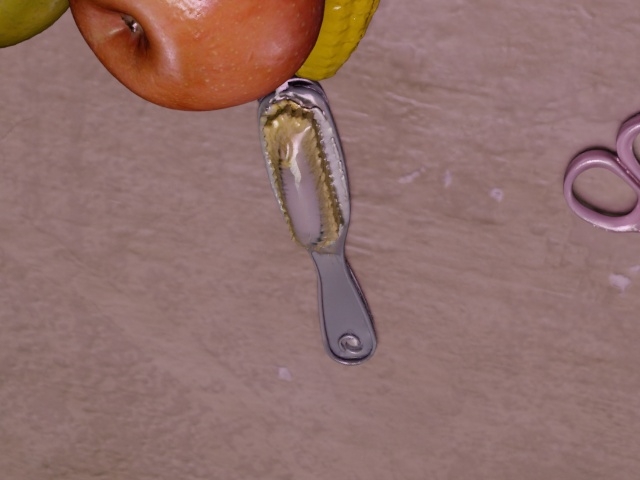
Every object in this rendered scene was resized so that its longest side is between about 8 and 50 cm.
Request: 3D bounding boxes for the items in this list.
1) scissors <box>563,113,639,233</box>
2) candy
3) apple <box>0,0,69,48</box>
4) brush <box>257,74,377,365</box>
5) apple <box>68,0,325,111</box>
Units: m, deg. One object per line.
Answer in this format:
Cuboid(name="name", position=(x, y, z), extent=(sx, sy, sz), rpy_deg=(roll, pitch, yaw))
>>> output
Cuboid(name="scissors", position=(0.314, -0.004, 1.373), extent=(0.242, 0.030, 0.118), rpy_deg=(42, 120, -18))
Cuboid(name="candy", position=(0.005, -0.206, 1.254), extent=(0.106, 0.094, 0.199), rpy_deg=(8, 130, -2))
Cuboid(name="apple", position=(-0.263, -0.241, 1.233), extent=(0.196, 0.157, 0.196), rpy_deg=(5, 126, 7))
Cuboid(name="brush", position=(0.000, 0.000, 1.411), extent=(0.068, 0.060, 0.297), rpy_deg=(-8, 122, 12))
Cuboid(name="apple", position=(-0.096, -0.184, 1.165), extent=(0.201, 0.162, 0.201), rpy_deg=(26, 135, 29))
